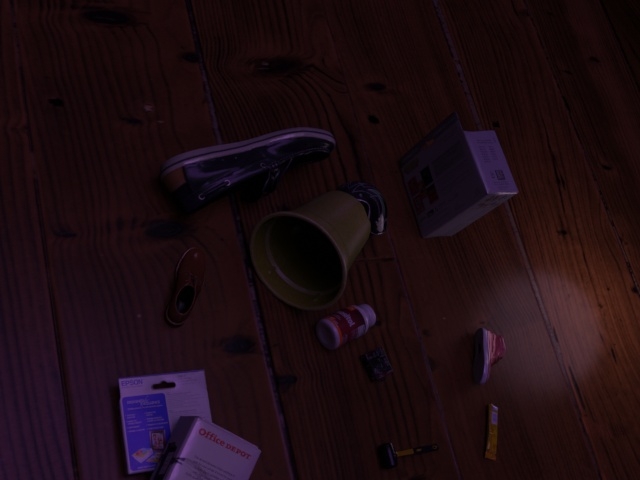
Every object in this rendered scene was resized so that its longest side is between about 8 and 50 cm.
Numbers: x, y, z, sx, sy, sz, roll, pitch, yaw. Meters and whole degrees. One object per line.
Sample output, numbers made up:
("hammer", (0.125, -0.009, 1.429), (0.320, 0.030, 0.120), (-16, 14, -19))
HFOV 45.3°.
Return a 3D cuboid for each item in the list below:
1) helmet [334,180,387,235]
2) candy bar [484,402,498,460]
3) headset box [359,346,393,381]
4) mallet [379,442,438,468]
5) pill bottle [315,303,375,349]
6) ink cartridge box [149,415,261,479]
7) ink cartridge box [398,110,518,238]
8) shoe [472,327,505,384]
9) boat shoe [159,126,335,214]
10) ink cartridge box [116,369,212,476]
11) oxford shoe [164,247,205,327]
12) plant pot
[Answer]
("helmet", (0.105, -0.086, 2.134), (0.169, 0.169, 0.161), (-15, 91, -36))
("candy bar", (0.478, 0.531, 2.141), (0.040, 0.018, 0.161), (25, 56, -23))
("headset box", (0.150, 0.332, 2.033), (0.062, 0.032, 0.083), (-18, 78, -36))
("mallet", (0.228, 0.537, 1.981), (0.190, 0.039, 0.062), (-6, 68, -38))
("pill bottle", (0.069, 0.221, 2.006), (0.152, 0.086, 0.086), (-22, 79, -37))
("ink cartridge box", (-0.259, 0.511, 1.613), (0.172, 0.100, 0.237), (34, 66, -22))
("ink cartridge box", (0.395, -0.192, 2.268), (0.130, 0.309, 0.271), (-5, 70, -33))
("shoe", (0.490, 0.341, 2.214), (0.081, 0.063, 0.178), (21, 53, -15))
("boat shoe", (-0.170, -0.181, 2.010), (0.500, 0.187, 0.156), (-18, 82, -31))
("ink cartridge box", (-0.340, 0.398, 1.694), (0.206, 0.045, 0.208), (0, 69, -31))
("oxford shoe", (-0.313, 0.103, 1.843), (0.076, 0.076, 0.212), (21, 56, -19))
("plant pot", (0.000, 0.000, 1.987), (0.276, 0.276, 0.254), (49, 41, -1))
